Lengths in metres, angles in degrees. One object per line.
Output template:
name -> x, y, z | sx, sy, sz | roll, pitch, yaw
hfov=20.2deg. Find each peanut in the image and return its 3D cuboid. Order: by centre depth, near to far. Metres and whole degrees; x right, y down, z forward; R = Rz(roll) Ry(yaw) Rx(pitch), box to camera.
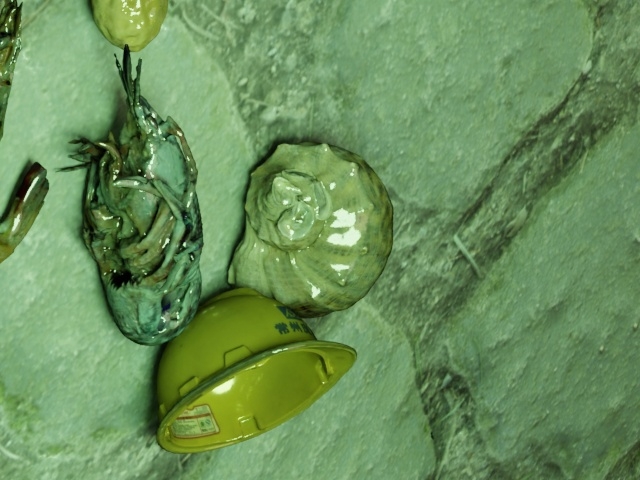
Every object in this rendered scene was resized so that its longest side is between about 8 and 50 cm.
peanut -> -0.193, -0.292, 1.800 | 0.099, 0.099, 0.214 | -16, 125, -42

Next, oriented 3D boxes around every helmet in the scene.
helmet -> -0.096, 0.129, 2.047 | 0.257, 0.140, 0.205 | -40, 151, 28

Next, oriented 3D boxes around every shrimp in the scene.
shrimp -> -0.321, -0.091, 1.782 | 0.169, 0.058, 0.296 | 13, 104, -55
shrimp -> -0.178, -0.026, 1.878 | 0.137, 0.172, 0.372 | -36, 139, -23

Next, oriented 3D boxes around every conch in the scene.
conch -> 0.010, 0.004, 2.104 | 0.291, 0.159, 0.210 | 32, 83, -52
